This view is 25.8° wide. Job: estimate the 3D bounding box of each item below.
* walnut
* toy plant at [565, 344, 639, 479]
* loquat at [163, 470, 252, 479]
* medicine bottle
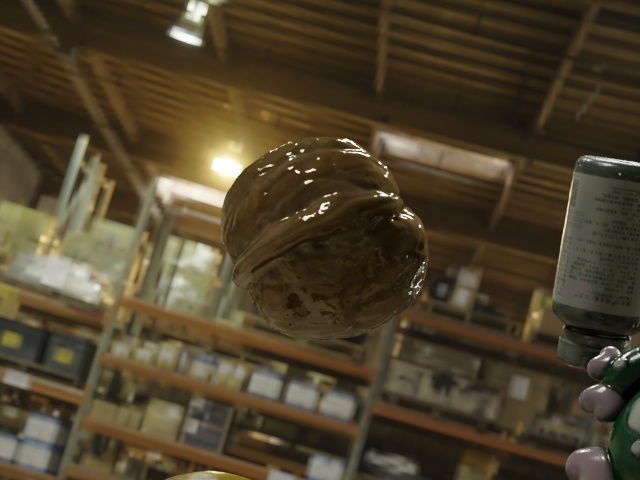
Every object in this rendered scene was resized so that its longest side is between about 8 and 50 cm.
[{"bbox_3d":[0.000,0.000,1.974,0.285,0.296,0.285,-23,-16,-7],"label":"walnut"},{"bbox_3d":[0.356,0.190,1.347,0.233,0.243,0.112,-1,-40,27],"label":"toy plant"},{"bbox_3d":[-0.124,0.439,1.555,0.328,0.328,0.359,6,-46,42],"label":"loquat"},{"bbox_3d":[0.404,0.034,1.960,0.141,0.293,0.141,9,7,-1],"label":"medicine bottle"}]
